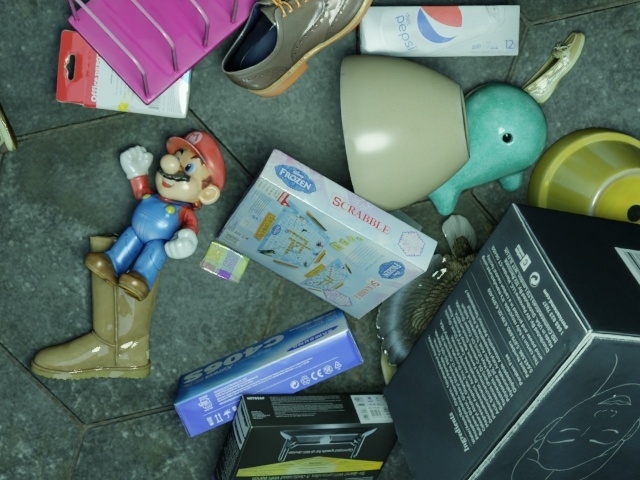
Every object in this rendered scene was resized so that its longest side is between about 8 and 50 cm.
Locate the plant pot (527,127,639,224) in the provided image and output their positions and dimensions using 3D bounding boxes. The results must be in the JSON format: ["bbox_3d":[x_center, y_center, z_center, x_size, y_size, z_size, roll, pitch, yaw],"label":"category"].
[{"bbox_3d":[0.531,-0.068,1.876,0.254,0.239,0.254,-1,103,-5],"label":"plant pot"}]

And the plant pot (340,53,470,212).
[{"bbox_3d":[0.156,-0.191,1.781,0.191,0.284,0.284,-6,103,11],"label":"plant pot"}]

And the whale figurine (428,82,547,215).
[{"bbox_3d":[0.293,-0.163,1.888,0.272,0.141,0.216,-43,102,8],"label":"whale figurine"}]

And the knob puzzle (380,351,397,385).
[{"bbox_3d":[0.172,0.271,1.966,0.213,0.213,0.030,44,120,-11],"label":"knob puzzle"}]

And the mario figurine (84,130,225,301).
[{"bbox_3d":[-0.292,-0.066,1.822,0.198,0.170,0.320,33,75,-10],"label":"mario figurine"}]

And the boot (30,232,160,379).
[{"bbox_3d":[-0.421,0.120,1.933,0.236,0.089,0.269,1,102,-15],"label":"boot"}]

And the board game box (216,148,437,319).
[{"bbox_3d":[0.000,0.000,1.821,0.318,0.319,0.066,30,64,-8],"label":"board game box"}]

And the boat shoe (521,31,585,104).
[{"bbox_3d":[0.431,-0.325,1.908,0.048,0.056,0.153,31,106,-14],"label":"boat shoe"}]

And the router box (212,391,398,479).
[{"bbox_3d":[-0.024,0.392,1.924,0.309,0.081,0.243,3,130,-23],"label":"router box"}]

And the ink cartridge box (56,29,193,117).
[{"bbox_3d":[-0.347,-0.300,1.846,0.231,0.078,0.134,7,100,-5],"label":"ink cartridge box"}]

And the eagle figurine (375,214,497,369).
[{"bbox_3d":[0.254,0.115,1.909,0.226,0.225,0.298,40,107,4],"label":"eagle figurine"}]

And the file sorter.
[{"bbox_3d":[-0.254,-0.413,1.723,0.291,0.182,0.202,-43,89,-10],"label":"file sorter"}]

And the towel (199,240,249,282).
[{"bbox_3d":[-0.183,0.041,1.966,0.083,0.009,0.060,24,99,-9],"label":"towel"}]

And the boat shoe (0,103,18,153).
[{"bbox_3d":[-0.597,-0.228,1.857,0.049,0.056,0.152,-22,103,-4],"label":"boat shoe"}]

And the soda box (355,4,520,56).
[{"bbox_3d":[0.209,-0.378,1.859,0.286,0.098,0.091,-1,102,-3],"label":"soda box"}]

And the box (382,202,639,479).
[{"bbox_3d":[0.441,0.226,1.718,0.480,0.297,0.471,8,129,-28],"label":"box"}]

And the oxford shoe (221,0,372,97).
[{"bbox_3d":[-0.027,-0.398,1.777,0.363,0.133,0.130,-49,65,17],"label":"oxford shoe"}]

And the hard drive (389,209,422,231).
[{"bbox_3d":[0.133,-0.006,1.922,0.094,0.135,0.022,36,133,-10],"label":"hard drive"}]

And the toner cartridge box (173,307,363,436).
[{"bbox_3d":[-0.099,0.243,1.937,0.348,0.165,0.075,-24,103,1],"label":"toner cartridge box"}]
